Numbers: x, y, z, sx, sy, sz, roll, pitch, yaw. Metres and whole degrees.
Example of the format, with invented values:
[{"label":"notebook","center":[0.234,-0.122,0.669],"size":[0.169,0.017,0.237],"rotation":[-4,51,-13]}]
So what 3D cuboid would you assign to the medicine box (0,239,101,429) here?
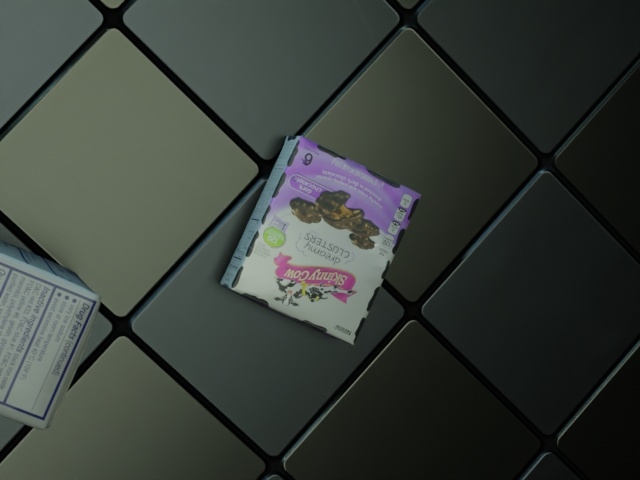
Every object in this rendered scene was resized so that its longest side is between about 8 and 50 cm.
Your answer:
[{"label":"medicine box","center":[-0.393,0.058,1.491],"size":[0.289,0.263,0.149],"rotation":[24,88,-15]}]

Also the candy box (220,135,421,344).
[{"label":"candy box","center":[0.000,0.000,1.691],"size":[0.165,0.070,0.196],"rotation":[25,87,-15]}]
